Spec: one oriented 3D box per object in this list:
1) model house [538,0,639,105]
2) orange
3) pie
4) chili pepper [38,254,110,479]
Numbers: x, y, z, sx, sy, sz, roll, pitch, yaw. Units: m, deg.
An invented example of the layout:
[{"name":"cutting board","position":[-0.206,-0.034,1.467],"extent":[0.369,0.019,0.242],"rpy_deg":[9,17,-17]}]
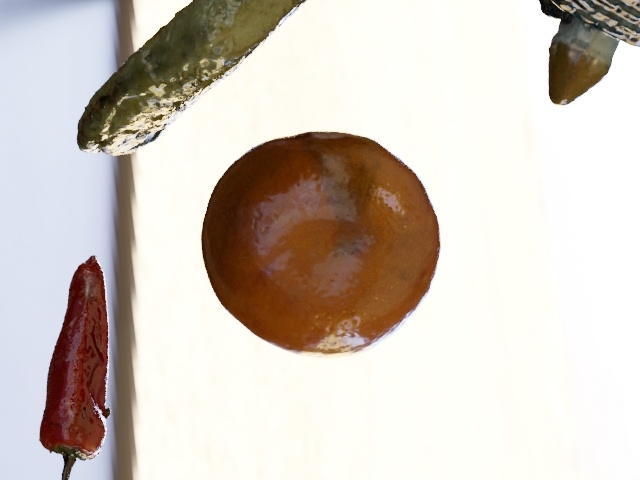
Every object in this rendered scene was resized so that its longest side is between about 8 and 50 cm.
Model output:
[{"name":"model house","position":[0.237,-0.260,1.672],"extent":[0.253,0.184,0.291],"rpy_deg":[17,-91,62]},{"name":"orange","position":[0.000,0.000,1.947],"extent":[0.171,0.240,0.240],"rpy_deg":[-113,-166,-78]},{"name":"pie","position":[-0.088,-0.187,1.778],"extent":[0.070,0.323,0.323],"rpy_deg":[50,8,-3]},{"name":"chili pepper","position":[-0.208,0.115,1.697],"extent":[0.050,0.059,0.268],"rpy_deg":[108,-12,-55]}]
